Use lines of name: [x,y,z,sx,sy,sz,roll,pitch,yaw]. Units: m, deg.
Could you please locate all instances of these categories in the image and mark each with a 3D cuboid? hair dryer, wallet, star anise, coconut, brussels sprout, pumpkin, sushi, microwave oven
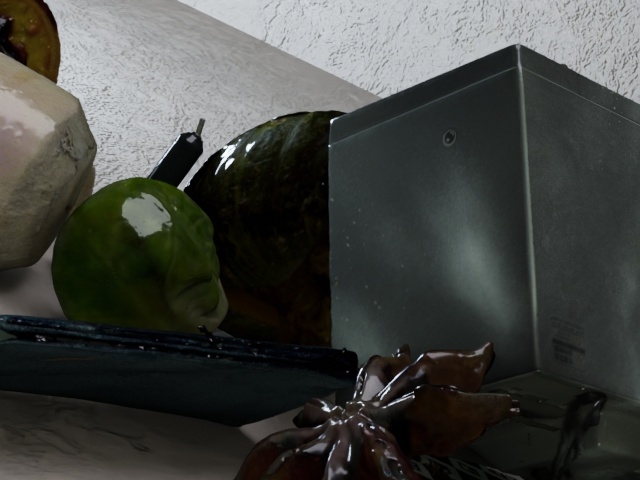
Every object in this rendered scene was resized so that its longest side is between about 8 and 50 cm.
hair dryer: [-0.186,-0.039,1.916,0.071,0.219,0.124,33,9,-29]
wallet: [-0.162,0.106,1.571,0.379,0.046,0.191,12,-21,-39]
star anise: [0.033,0.167,1.478,0.088,0.288,0.288,59,8,-11]
coconut: [-0.350,-0.083,1.844,0.234,0.224,0.224,23,13,-8]
brussels sprout: [-0.175,0.032,1.796,0.161,0.144,0.180,-41,104,-46]
pumpkin: [0.000,0.000,1.943,0.320,0.320,0.192,18,49,-24]
sushi: [0.172,0.263,1.727,0.279,0.043,0.192,24,8,-29]
microwave oven: [0.241,0.057,1.764,0.236,0.374,0.432,-22,-30,40]

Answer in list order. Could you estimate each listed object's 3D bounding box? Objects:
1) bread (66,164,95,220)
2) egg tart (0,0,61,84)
bread: [-0.344,-0.081,2.103,0.152,0.077,0.105,12,17,-36]
egg tart: [-0.437,-0.225,2.271,0.171,0.215,0.215,17,5,44]
